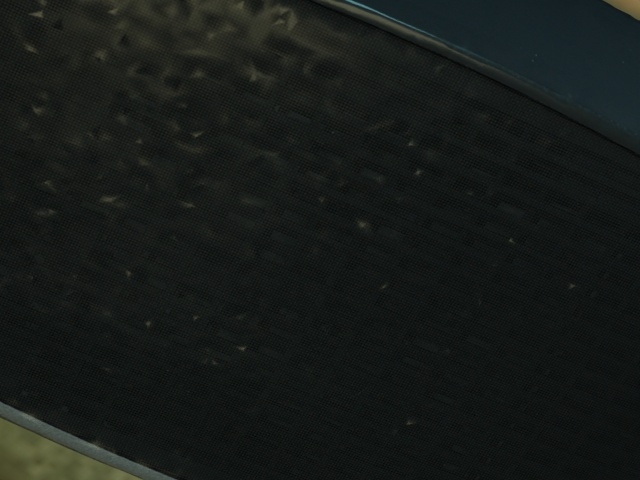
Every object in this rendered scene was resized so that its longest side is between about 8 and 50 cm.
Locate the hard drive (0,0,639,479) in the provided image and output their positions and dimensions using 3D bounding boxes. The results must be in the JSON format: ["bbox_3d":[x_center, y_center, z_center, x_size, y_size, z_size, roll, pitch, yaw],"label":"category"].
[{"bbox_3d":[0.000,0.000,0.451,0.255,0.054,0.172,23,117,-15],"label":"hard drive"}]
